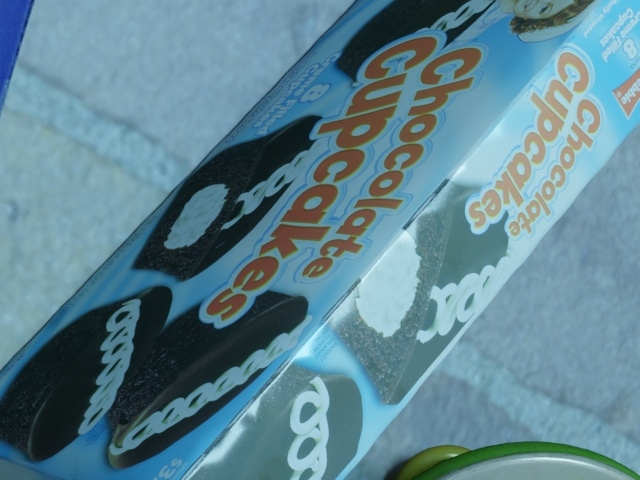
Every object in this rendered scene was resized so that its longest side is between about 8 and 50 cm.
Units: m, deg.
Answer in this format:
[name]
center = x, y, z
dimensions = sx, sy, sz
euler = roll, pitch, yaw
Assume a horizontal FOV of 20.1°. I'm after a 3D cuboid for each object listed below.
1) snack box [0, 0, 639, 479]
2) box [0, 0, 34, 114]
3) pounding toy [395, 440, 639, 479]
[snack box]
center = 0.000, 0.000, 0.778
dimensions = 0.322, 0.187, 0.060
euler = -48, 119, -23
[box]
center = -0.172, -0.021, 0.683
dimensions = 0.036, 0.136, 0.225
euler = 17, 84, -36
[pounding toy]
center = 0.062, 0.169, 0.907
dimensions = 0.237, 0.110, 0.183
euler = -7, 112, -6
